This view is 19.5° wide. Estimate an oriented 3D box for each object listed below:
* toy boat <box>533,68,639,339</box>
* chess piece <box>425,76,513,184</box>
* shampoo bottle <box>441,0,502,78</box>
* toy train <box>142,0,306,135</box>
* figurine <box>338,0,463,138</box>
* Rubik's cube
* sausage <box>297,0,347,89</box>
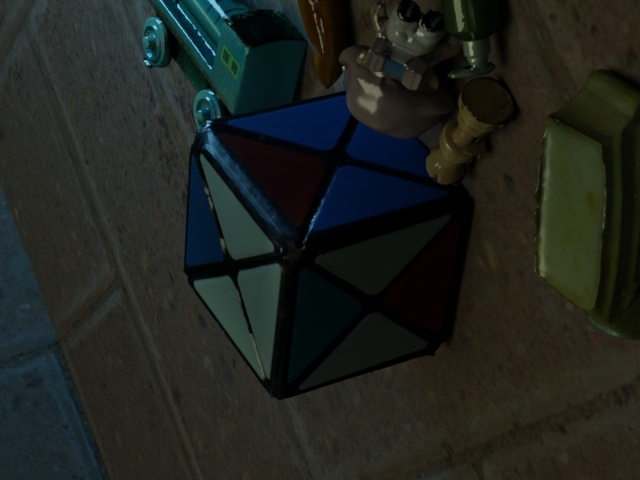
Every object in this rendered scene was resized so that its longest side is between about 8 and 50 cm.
[{"bbox_3d":[0.266,-0.021,1.799,0.111,0.084,0.276,37,137,49],"label":"toy boat"},{"bbox_3d":[0.155,-0.109,2.011,0.060,0.060,0.172,64,156,18],"label":"chess piece"},{"bbox_3d":[0.147,-0.267,1.903,0.065,0.065,0.205,22,125,59],"label":"shampoo bottle"},{"bbox_3d":[-0.134,-0.265,2.443,0.298,0.120,0.194,53,142,36],"label":"toy train"},{"bbox_3d":[0.087,-0.182,2.033,0.229,0.137,0.112,112,177,-61],"label":"figurine"},{"bbox_3d":[0.000,0.000,2.173,0.246,0.248,0.250,52,148,39],"label":"Rubik's cube"},{"bbox_3d":[0.003,-0.269,2.219,0.062,0.054,0.183,-79,-22,-72],"label":"sausage"}]
